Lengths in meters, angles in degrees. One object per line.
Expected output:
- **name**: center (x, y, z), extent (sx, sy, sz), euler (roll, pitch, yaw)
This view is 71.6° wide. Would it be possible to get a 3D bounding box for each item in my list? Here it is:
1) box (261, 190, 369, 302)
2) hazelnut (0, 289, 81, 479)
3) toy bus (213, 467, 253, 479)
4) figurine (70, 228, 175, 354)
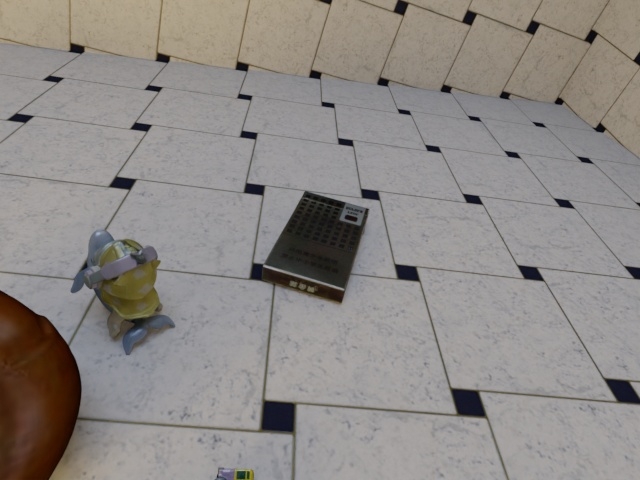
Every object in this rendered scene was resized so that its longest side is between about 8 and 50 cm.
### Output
- **box**: center (0.001, 0.000, 1.031), extent (0.180, 0.047, 0.325), euler (16, 37, 6)
- **hazelnut**: center (-0.453, 0.180, 0.485), extent (0.371, 0.316, 0.372), euler (19, 5, -2)
- **toy bus**: center (-0.110, 0.345, 0.552), extent (0.057, 0.052, 0.102), euler (4, 36, -9)
- **figurine**: center (-0.328, 0.077, 0.751), extent (0.128, 0.183, 0.209), euler (-33, 98, -42)
